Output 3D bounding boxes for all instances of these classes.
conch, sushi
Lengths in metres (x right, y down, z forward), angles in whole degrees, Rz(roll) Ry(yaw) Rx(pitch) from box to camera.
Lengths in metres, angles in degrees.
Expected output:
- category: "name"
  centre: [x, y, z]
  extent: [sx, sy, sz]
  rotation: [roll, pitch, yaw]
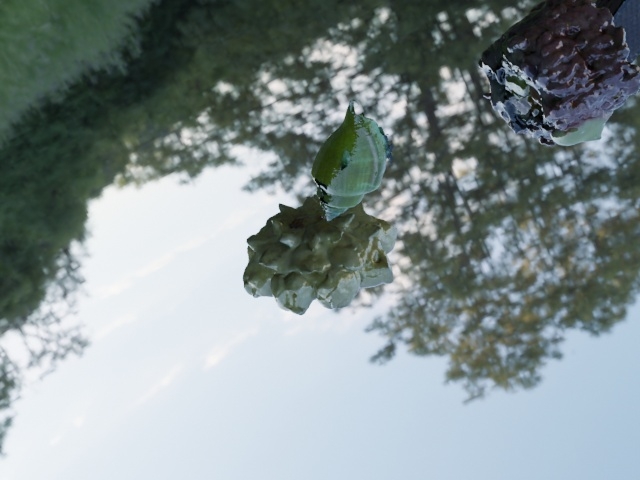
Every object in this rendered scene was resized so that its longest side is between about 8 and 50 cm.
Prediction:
- category: "conch"
  centre: [0.039, -0.100, 1.091]
  extent: [0.200, 0.095, 0.079]
  rotation: [-53, -166, 52]
- category: "sushi"
  centre: [0.377, -0.258, 1.271]
  extent: [0.171, 0.236, 0.270]
  rotation: [-31, -179, -3]

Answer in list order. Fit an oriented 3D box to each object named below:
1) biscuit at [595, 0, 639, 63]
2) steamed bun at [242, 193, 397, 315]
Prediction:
- category: "biscuit"
  centre: [0.582, -0.452, 1.401]
  extent: [0.388, 0.107, 0.073]
  rotation: [-57, -150, 33]
- category: "steamed bun"
  centre: [0.000, 0.000, 1.474]
  extent: [0.296, 0.137, 0.292]
  rotation: [15, -137, 35]
